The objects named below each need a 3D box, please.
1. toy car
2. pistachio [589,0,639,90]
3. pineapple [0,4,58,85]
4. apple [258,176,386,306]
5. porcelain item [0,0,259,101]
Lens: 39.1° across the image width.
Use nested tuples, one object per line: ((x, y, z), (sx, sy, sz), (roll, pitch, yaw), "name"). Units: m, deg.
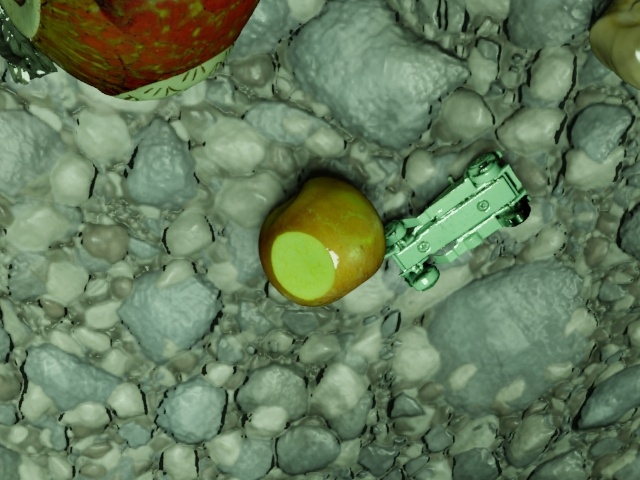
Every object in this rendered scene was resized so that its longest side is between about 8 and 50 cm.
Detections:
((0.122, -0.019, 0.834), (0.143, 0.054, 0.073), (-37, 110, 9), "toy car")
((0.310, -0.171, 0.786), (0.149, 0.113, 0.113), (21, 105, -24), "pistachio")
((-0.257, -0.196, 0.697), (0.074, 0.074, 0.159), (-26, 115, 0), "pineapple")
((0.000, 0.000, 0.797), (0.114, 0.099, 0.102), (-27, 99, 34), "apple")
((-0.109, -0.225, 0.619), (0.252, 0.253, 0.253), (-3, 110, -9), "porcelain item")
